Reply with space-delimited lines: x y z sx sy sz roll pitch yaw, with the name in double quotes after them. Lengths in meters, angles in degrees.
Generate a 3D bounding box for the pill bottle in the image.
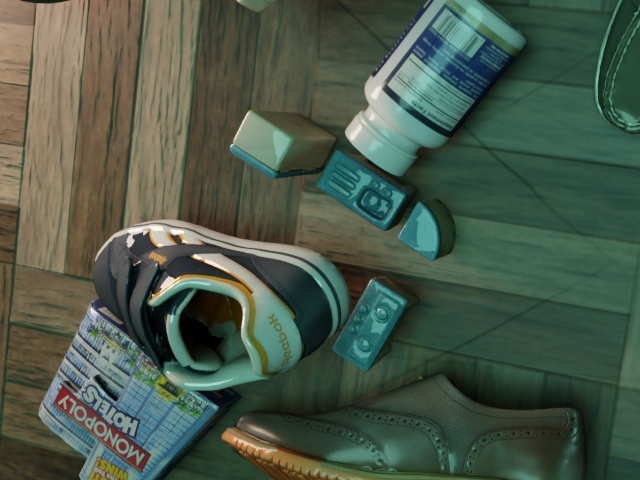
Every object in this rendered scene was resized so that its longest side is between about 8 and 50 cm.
0.100 -0.144 0.994 0.094 0.094 0.169 43 108 12 "pill bottle"

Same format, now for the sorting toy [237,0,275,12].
0.000 -0.360 0.901 0.257 0.089 0.256 -20 55 52 "sorting toy"

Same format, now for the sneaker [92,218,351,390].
-0.133 0.058 1.034 0.321 0.127 0.126 2 119 41 "sneaker"

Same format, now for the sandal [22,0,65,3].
-0.210 -0.352 1.102 0.302 0.086 0.120 -42 107 2 "sandal"

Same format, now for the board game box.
-0.214 0.195 1.161 0.194 0.060 0.194 32 104 15 "board game box"

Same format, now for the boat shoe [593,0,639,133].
0.321 -0.210 0.885 0.109 0.091 0.305 32 117 2 "boat shoe"

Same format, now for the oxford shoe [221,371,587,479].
0.076 0.194 1.040 0.363 0.130 0.133 6 64 27 "oxford shoe"

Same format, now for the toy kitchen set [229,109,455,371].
0.000 0.000 1.029 0.207 0.122 0.166 33 105 15 "toy kitchen set"
